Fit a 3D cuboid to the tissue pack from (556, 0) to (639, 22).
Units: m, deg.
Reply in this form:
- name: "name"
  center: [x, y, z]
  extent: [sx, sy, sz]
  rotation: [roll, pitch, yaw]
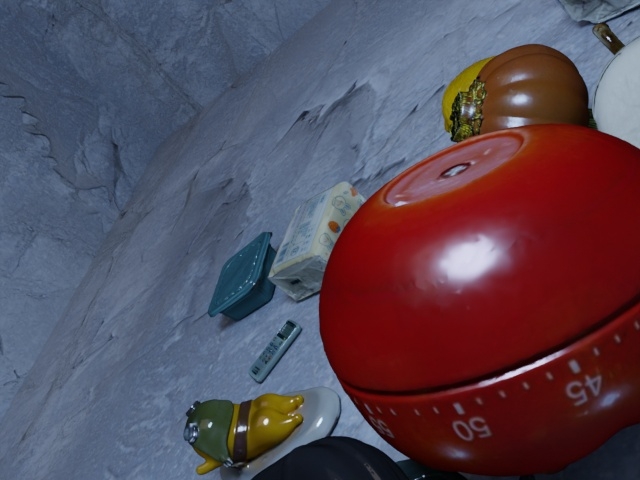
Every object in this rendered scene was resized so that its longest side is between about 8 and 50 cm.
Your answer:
- name: "tissue pack"
  center: [0.532, -0.540, 1.283]
  extent: [0.242, 0.160, 0.338]
  rotation: [-9, 46, 58]

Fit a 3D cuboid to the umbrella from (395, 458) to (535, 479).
- name: "umbrella"
  center: [0.111, 0.303, 0.808]
  extent: [0.348, 0.094, 0.143]
  rotation: [-11, 39, 57]

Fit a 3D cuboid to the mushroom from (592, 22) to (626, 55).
- name: "mushroom"
  center: [0.439, -0.262, 1.115]
  extent: [0.088, 0.072, 0.130]
  rotation: [-48, 54, 37]

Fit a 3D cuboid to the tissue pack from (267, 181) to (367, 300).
- name: "tissue pack"
  center: [0.000, 0.000, 1.461]
  extent: [0.148, 0.092, 0.196]
  rotation: [-27, 33, 42]

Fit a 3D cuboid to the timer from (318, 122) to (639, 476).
- name: "timer"
  center: [0.182, 0.047, 0.778]
  extent: [0.377, 0.279, 0.378]
  rotation: [-26, 13, 6]

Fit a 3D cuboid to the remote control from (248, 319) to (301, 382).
- name: "remote control"
  center: [-0.081, 0.196, 1.393]
  extent: [0.124, 0.018, 0.053]
  rotation: [-52, 25, -8]

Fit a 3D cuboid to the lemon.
- name: "lemon"
  center: [0.282, -0.225, 1.261]
  extent: [0.187, 0.142, 0.142]
  rotation: [-34, 27, 20]

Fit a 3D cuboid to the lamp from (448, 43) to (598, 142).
- name: "lamp"
  center: [0.280, -0.160, 1.089]
  extent: [0.223, 0.196, 0.223]
  rotation: [-172, 90, -86]

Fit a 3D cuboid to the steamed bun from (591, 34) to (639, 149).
- name: "steamed bun"
  center: [0.432, -0.166, 0.898]
  extent: [0.228, 0.130, 0.177]
  rotation: [-30, 70, 61]

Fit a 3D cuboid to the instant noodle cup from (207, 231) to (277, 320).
- name: "instant noodle cup"
  center: [-0.149, 0.083, 1.620]
  extent: [0.157, 0.070, 0.179]
  rotation: [-35, 28, 32]

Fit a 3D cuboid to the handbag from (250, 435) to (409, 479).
- name: "handbag"
  center: [0.002, 0.339, 0.797]
  extent: [0.308, 0.093, 0.254]
  rotation: [-45, 51, 46]

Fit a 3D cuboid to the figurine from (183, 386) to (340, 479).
- name: "figurine"
  center: [-0.106, 0.267, 1.176]
  extent: [0.250, 0.141, 0.167]
  rotation: [-39, 24, 20]
